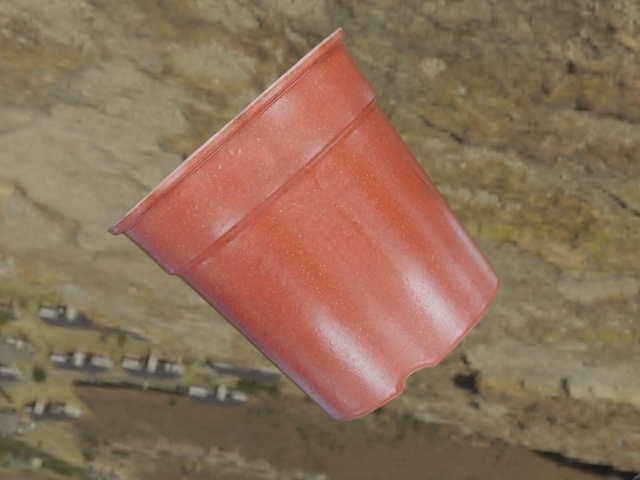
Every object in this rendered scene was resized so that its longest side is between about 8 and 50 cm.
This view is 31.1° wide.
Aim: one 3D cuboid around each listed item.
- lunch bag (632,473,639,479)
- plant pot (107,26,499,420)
[{"bbox_3d":[0.451,0.348,1.155,0.303,0.115,0.243,28,134,43],"label":"lunch bag"},{"bbox_3d":[0.000,0.000,1.025,0.265,0.272,0.272,49,149,-7],"label":"plant pot"}]
